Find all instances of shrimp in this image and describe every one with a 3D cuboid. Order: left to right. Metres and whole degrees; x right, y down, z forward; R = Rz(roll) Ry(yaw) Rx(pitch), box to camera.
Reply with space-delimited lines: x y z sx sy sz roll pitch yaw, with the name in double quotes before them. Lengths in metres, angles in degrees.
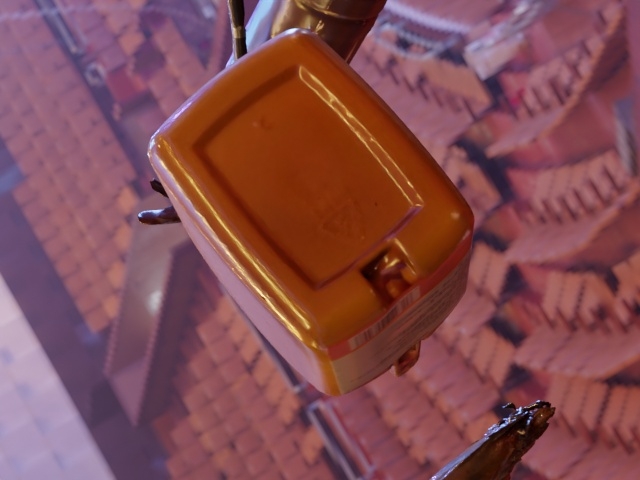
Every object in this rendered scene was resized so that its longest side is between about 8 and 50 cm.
"shrimp" 0.133 0.208 1.279 0.101 0.190 0.042 31 -167 -50

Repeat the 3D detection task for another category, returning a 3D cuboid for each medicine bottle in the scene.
"medicine bottle" 0.001 -0.001 0.814 0.149 0.112 0.222 50 173 15

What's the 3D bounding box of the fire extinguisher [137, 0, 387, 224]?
"fire extinguisher" -0.061 -0.122 1.317 0.105 0.141 0.341 -98 30 -42
